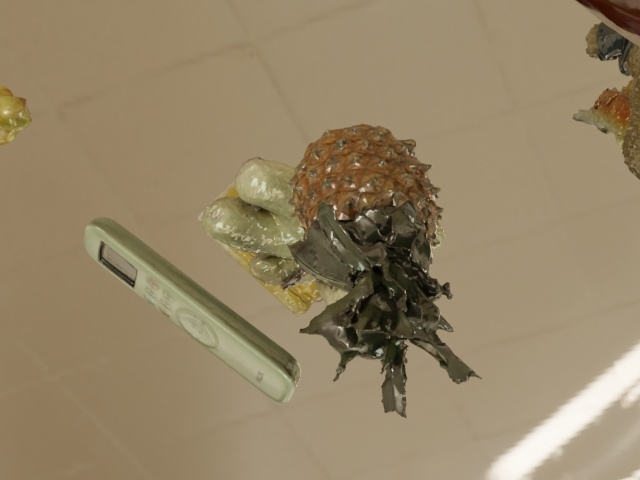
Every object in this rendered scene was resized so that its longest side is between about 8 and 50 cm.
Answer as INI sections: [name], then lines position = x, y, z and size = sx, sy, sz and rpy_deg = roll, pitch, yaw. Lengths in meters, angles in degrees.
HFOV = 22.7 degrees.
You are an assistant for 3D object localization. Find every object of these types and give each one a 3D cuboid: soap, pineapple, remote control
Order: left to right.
[remote control]
position = -0.148, 0.078, 1.843
size = 0.309, 0.038, 0.090
rpy_deg = 37, 154, 7
[soap]
position = -0.063, -0.001, 2.480
size = 0.140, 0.073, 0.232
rpy_deg = -44, 123, 3
[pineapple]
position = 0.053, 0.016, 1.535
size = 0.165, 0.364, 0.165
rpy_deg = -2, 120, -4

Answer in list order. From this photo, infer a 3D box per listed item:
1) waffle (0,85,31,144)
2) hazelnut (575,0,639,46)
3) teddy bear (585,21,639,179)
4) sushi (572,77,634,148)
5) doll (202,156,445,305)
[waffle]
position = -0.371, -0.077, 1.206
size = 0.309, 0.283, 0.065
rpy_deg = -3, 117, -2
[hazelnut]
position = 0.255, -0.249, 0.801
size = 0.421, 0.421, 0.353
rpy_deg = -4, 134, -7
[teddy bear]
position = 0.346, -0.188, 1.529
size = 0.182, 0.251, 0.129
rpy_deg = -13, 176, 14
[sushi]
position = 0.444, -0.142, 1.833
size = 0.274, 0.184, 0.139
rpy_deg = 24, 104, 3
[doll]
position = -0.003, 0.003, 1.864
size = 0.278, 0.149, 0.175
rpy_deg = 22, 156, -29
